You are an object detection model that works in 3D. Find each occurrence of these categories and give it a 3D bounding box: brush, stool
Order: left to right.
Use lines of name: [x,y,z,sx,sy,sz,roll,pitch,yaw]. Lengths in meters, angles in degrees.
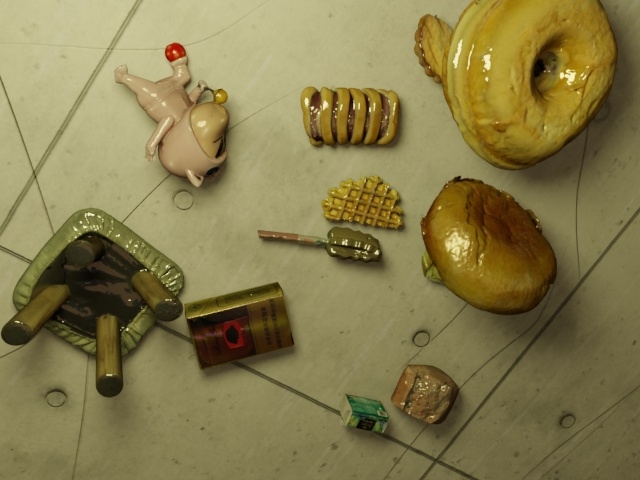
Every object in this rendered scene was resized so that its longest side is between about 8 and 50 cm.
stool: [-0.486,0.137,1.463,0.310,0.226,0.310,37,99,-21]
brush: [0.000,0.000,1.606,0.301,0.084,0.071,9,110,-10]

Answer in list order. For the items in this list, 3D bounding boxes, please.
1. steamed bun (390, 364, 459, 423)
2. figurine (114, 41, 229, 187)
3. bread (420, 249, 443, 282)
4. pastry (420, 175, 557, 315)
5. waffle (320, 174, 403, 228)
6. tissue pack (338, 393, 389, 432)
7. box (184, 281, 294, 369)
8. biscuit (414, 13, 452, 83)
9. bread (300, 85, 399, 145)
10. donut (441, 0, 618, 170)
steamed bun: [0.287,0.413,1.815,0.175,0.106,0.144,22,104,-18]
figurine: [-0.283,-0.257,1.392,0.186,0.176,0.287,-22,101,23]
bread: [0.330,0.060,1.694,0.156,0.064,0.117,23,138,-24]
pastry: [0.391,0.011,1.567,0.356,0.356,0.164,25,133,-21]
waffle: [0.100,-0.077,1.613,0.192,0.046,0.160,-21,114,-3]
tissue pack: [0.112,0.473,1.809,0.111,0.085,0.079,16,107,-19]
box: [-0.196,0.208,1.644,0.240,0.071,0.159,-13,115,-9]
biscuit: [0.269,-0.413,1.510,0.183,0.061,0.118,40,80,-22]
bread: [0.066,-0.275,1.507,0.225,0.081,0.134,-4,113,-13]
donut: [0.451,-0.373,1.461,0.449,0.198,0.448,-9,109,-28]
